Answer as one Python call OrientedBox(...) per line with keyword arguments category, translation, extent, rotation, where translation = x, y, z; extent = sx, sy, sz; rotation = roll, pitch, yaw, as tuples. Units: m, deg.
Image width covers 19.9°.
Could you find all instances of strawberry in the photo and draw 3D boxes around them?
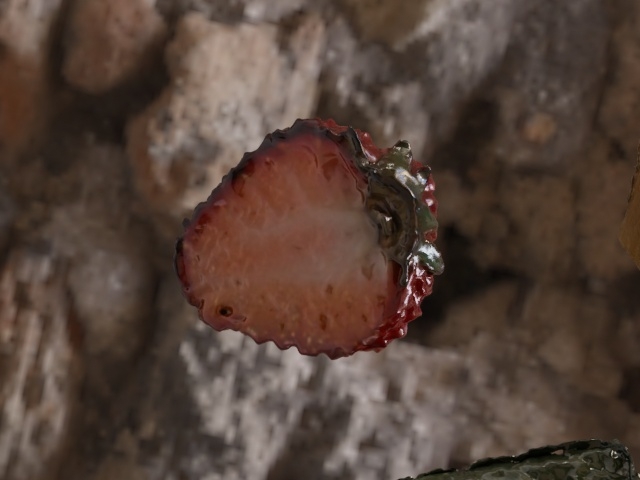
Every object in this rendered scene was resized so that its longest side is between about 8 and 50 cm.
OrientedBox(category="strawberry", translation=(0.000, 0.000, 1.460), extent=(0.236, 0.111, 0.190), rotation=(-14, -91, 36))

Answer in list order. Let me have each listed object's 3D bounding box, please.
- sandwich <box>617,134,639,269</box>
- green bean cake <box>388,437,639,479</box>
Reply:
OrientedBox(category="sandwich", translation=(0.299, -0.050, 1.415), extent=(0.162, 0.058, 0.193), rotation=(-113, -144, -53))
OrientedBox(category="green bean cake", translation=(0.159, 0.293, 1.454), extent=(0.132, 0.255, 0.241), rotation=(82, -7, -45))
